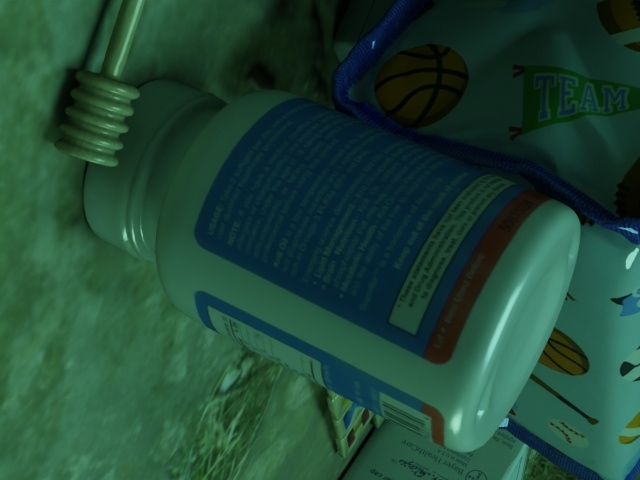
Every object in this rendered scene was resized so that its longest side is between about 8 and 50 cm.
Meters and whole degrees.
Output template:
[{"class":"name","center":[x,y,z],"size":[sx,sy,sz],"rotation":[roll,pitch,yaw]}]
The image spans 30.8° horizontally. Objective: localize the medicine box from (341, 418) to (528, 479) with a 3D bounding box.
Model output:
[{"class":"medicine box","center":[0.093,0.340,1.248],"size":[0.289,0.149,0.263],"rotation":[-51,155,-32]}]

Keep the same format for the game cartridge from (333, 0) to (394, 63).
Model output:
[{"class":"game cartridge","center":[0.103,-0.178,0.848],"size":[0.198,0.062,0.297],"rotation":[-64,159,8]}]

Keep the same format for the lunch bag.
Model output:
[{"class":"lunch bag","center":[0.196,-0.093,0.764],"size":[0.385,0.239,0.328],"rotation":[-52,154,-22]}]

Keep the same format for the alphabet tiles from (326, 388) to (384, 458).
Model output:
[{"class":"alphabet tiles","center":[0.090,0.051,1.073],"size":[0.285,0.011,0.342],"rotation":[-55,161,-20]}]

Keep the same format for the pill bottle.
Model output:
[{"class":"pill bottle","center":[0.000,0.000,0.558],"size":[0.124,0.221,0.124],"rotation":[-50,155,-34]}]

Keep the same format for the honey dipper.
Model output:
[{"class":"honey dipper","center":[-0.081,-0.113,0.518],"size":[0.030,0.030,0.161],"rotation":[7,103,-68]}]
